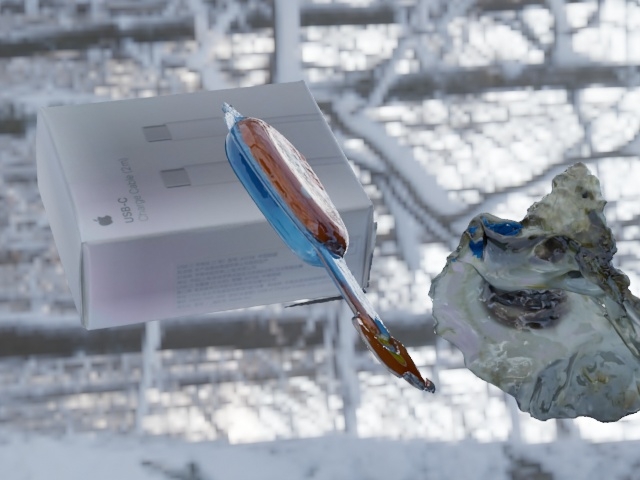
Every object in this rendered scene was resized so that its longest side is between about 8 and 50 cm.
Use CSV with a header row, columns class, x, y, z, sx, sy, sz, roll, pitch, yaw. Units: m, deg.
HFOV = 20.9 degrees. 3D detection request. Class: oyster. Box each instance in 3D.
class,x,y,z,sx,sy,sz,roll,pitch,yaw
oyster,0.174,0.052,1.297,0.223,0.083,0.214,-12,-57,48

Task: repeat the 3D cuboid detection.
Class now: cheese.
class,x,y,z,sx,sy,sz,roll,pitch,yaw
cheese,0.000,0.000,1.167,0.256,0.037,0.106,56,13,29

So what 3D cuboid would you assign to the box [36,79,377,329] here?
class,x,y,z,sx,sy,sz,roll,pitch,yaw
box,-0.102,-0.034,1.486,0.203,0.251,0.106,-115,-157,-48
